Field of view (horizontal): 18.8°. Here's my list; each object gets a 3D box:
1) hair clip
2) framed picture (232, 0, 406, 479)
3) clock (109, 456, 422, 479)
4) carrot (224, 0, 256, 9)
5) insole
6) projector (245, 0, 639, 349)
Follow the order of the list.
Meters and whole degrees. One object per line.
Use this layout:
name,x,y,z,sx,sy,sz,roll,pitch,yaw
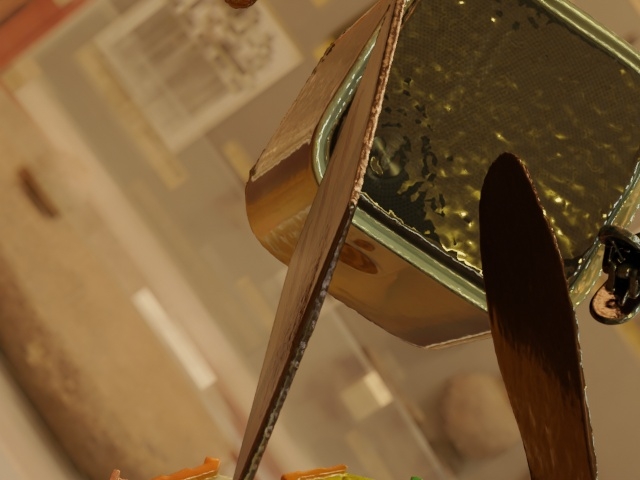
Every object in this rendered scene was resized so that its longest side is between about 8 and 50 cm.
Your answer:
hair clip,0.268,0.005,1.394,0.229,0.039,0.070,-14,114,-49
framed picture,0.000,0.000,1.234,0.013,0.244,0.324,19,30,-4
clock,-0.062,0.260,1.500,0.255,0.106,0.220,13,28,1
carrot,-0.017,-0.213,1.377,0.059,0.248,0.059,5,75,-20
insole,0.134,0.095,1.137,0.007,0.111,0.328,-1,65,-17
projector,0.106,-0.065,1.577,0.248,0.248,0.249,33,-14,-8
